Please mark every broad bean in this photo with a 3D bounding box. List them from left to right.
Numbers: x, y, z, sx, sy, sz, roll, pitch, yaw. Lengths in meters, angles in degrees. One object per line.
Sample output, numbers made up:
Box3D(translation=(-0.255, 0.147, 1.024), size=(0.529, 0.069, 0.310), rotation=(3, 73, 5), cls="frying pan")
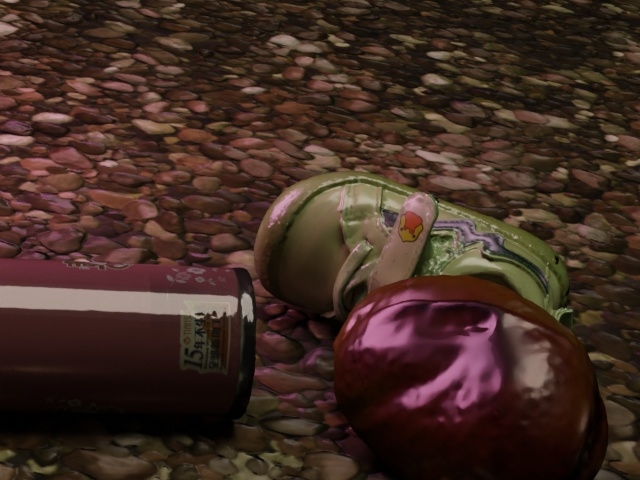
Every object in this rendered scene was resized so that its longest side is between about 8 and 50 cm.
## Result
Box3D(translation=(0.104, 0.106, 1.103), size=(0.228, 0.156, 0.122), rotation=(24, -15, 46), cls="broad bean")

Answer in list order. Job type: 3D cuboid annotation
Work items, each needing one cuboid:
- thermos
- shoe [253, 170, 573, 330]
Box3D(translation=(-0.219, 0.060, 1.093), size=(0.330, 0.109, 0.136), rotation=(3, 24, -14), cls="thermos")
Box3D(translation=(0.078, 0.022, 1.252), size=(0.262, 0.140, 0.128), rotation=(15, 13, -3), cls="shoe")
